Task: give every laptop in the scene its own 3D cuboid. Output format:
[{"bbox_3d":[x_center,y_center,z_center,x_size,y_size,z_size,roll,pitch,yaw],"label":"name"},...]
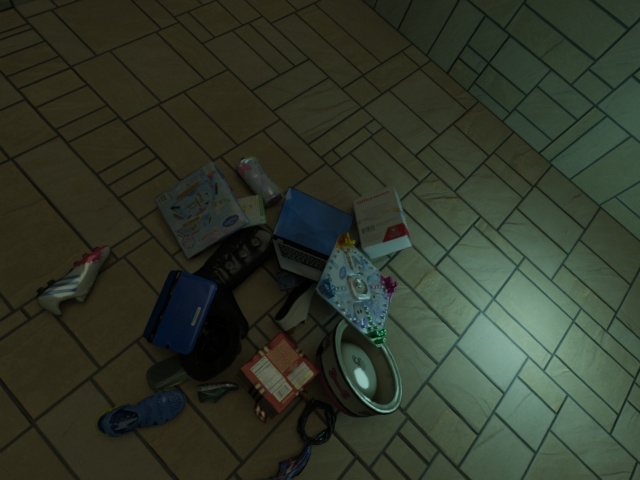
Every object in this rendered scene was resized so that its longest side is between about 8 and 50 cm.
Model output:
[{"bbox_3d":[0.000,0.000,1.887,0.382,0.236,0.407,22,20,-25],"label":"laptop"}]

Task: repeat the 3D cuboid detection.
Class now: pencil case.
[{"bbox_3d":[-0.303,-0.292,2.078,0.124,0.113,0.273,-36,79,-12],"label":"pencil case"}]

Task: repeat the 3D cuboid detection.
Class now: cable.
[{"bbox_3d":[-0.015,0.747,1.700,0.151,0.047,0.184,35,48,-8],"label":"cable"}]

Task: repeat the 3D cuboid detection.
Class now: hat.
[{"bbox_3d":[-0.392,0.392,1.606,0.134,0.332,0.330,38,49,-47],"label":"hat"}]

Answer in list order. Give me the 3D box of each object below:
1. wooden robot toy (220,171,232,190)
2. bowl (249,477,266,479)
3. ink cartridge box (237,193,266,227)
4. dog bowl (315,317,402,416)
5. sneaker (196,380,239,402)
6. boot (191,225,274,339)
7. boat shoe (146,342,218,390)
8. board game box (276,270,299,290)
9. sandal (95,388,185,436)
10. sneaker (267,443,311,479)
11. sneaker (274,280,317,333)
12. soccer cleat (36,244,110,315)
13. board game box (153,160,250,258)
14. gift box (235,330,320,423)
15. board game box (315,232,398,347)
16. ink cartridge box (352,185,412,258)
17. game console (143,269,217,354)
[{"bbox_3d":[-0.467,-0.253,2.043,0.079,0.076,0.173,12,63,-22],"label":"wooden robot toy"},{"bbox_3d":[-0.249,0.963,1.536,0.142,0.053,0.141,-6,68,-19],"label":"bowl"},{"bbox_3d":[-0.374,-0.123,1.940,0.235,0.056,0.171,-12,44,-1],"label":"ink cartridge box"},{"bbox_3d":[0.148,0.525,1.701,0.408,0.150,0.407,36,32,-27],"label":"dog bowl"},{"bbox_3d":[-0.408,0.606,1.665,0.167,0.065,0.076,-2,82,-13],"label":"sneaker"},{"bbox_3d":[-0.333,0.158,1.854,0.367,0.146,0.445,41,58,4],"label":"boot"},{"bbox_3d":[-0.523,0.497,1.665,0.321,0.103,0.118,-23,57,-29],"label":"boat shoe"},{"bbox_3d":[-0.152,0.179,1.933,0.090,0.020,0.090,-17,69,0],"label":"board game box"},{"bbox_3d":[-0.654,0.637,1.525,0.318,0.138,0.126,-16,80,-21],"label":"sandal"},{"bbox_3d":[-0.115,0.868,1.604,0.087,0.083,0.221,37,55,18],"label":"sneaker"},{"bbox_3d":[-0.092,0.298,1.885,0.290,0.106,0.123,-50,119,-36],"label":"sneaker"},{"bbox_3d":[-0.969,0.164,1.696,0.143,0.116,0.331,48,64,-8],"label":"soccer cleat"},{"bbox_3d":[-0.527,-0.132,1.855,0.319,0.066,0.317,-31,85,8],"label":"board game box"},{"bbox_3d":[-0.169,0.549,1.635,0.255,0.258,0.276,-34,78,-26],"label":"gift box"},{"bbox_3d":[0.181,0.204,1.841,0.390,0.050,0.389,44,39,-16],"label":"board game box"},{"bbox_3d":[0.301,-0.089,2.057,0.226,0.131,0.306,-19,53,18],"label":"ink cartridge box"},{"bbox_3d":[-0.560,0.277,1.661,0.251,0.173,0.292,18,76,1],"label":"game console"}]
